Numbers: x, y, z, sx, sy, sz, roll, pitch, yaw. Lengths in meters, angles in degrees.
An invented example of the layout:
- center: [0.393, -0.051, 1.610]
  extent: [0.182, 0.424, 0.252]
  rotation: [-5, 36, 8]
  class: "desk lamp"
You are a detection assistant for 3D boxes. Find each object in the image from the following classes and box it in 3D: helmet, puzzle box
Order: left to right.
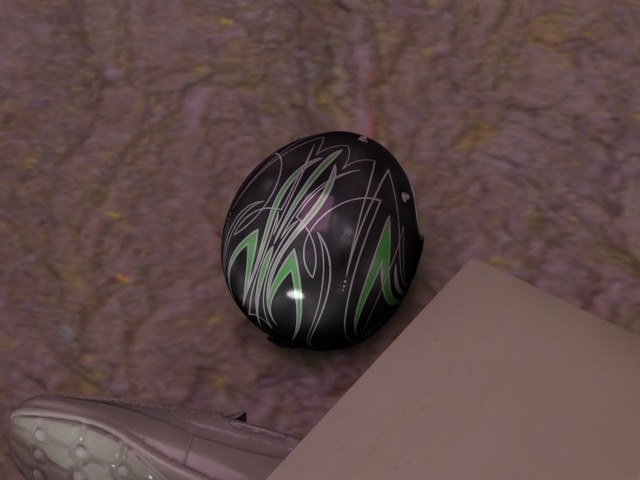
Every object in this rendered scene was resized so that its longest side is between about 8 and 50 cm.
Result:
- center: [0.000, 0.000, 1.554]
  extent: [0.169, 0.161, 0.169]
  rotation: [-4, 62, 8]
  class: "helmet"
- center: [0.121, 0.192, 1.406]
  extent: [0.272, 0.052, 0.409]
  rotation: [27, 47, 21]
  class: "puzzle box"

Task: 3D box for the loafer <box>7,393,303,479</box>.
- center: [-0.092, 0.185, 1.518]
  extent: [0.319, 0.112, 0.111]
  rotation: [18, 30, 15]
  class: "loafer"
